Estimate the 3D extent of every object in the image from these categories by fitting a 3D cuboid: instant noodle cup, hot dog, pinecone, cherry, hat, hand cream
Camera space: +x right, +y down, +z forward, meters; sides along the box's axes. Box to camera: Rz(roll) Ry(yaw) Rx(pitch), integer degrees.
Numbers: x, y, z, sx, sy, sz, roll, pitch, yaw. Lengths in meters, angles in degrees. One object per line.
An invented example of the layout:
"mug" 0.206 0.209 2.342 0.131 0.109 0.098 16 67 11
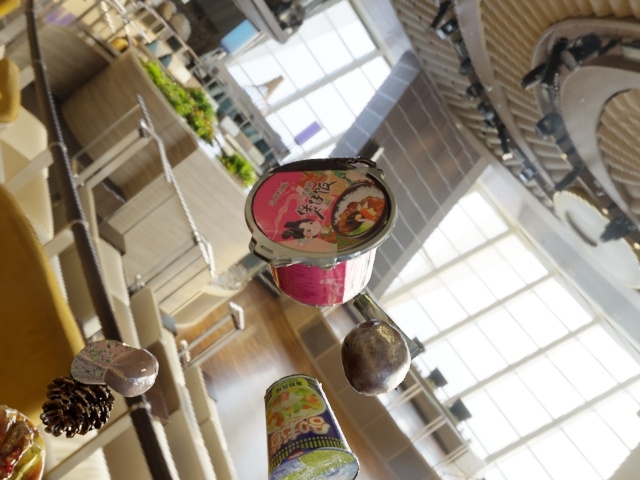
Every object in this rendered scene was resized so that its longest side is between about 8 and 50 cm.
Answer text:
"instant noodle cup" -0.055 0.584 1.714 0.284 0.284 0.312 50 11 -37
"hot dog" -0.835 0.593 1.367 0.185 0.223 0.405 64 36 -26
"pinecone" -0.566 0.381 1.309 0.174 0.173 0.173 52 4 -5
"cherry" 0.143 0.297 1.463 0.195 0.195 0.195 52 4 -5
"instant noodle cup" 0.000 0.000 1.007 0.258 0.302 0.182 38 -34 32
"hat" -0.211 0.139 0.584 0.087 0.058 0.042 12 23 -33
"hand cream" 0.175 0.238 1.596 0.088 0.055 0.256 -28 71 -42
